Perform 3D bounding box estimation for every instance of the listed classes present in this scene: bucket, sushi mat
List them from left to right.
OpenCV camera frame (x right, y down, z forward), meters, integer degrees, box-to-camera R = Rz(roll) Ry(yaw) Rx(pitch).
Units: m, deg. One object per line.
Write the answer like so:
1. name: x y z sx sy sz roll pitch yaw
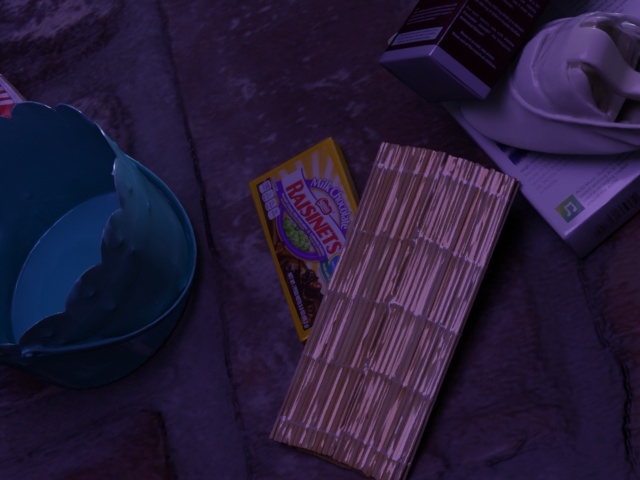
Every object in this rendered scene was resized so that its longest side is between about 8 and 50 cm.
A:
1. bucket: -0.276 0.014 1.651 0.281 0.183 0.281 -12 61 23
2. sushi mat: 0.069 0.066 1.500 0.151 0.019 0.316 19 87 33

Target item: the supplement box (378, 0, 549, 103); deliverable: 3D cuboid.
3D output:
1. supplement box: 0.165 -0.244 1.476 0.239 0.073 0.130 -57 18 -7

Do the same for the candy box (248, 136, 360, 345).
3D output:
1. candy box: 0.000 0.000 1.603 0.105 0.027 0.206 -28 56 12

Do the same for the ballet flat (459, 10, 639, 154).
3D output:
1. ballet flat: 0.290 -0.143 1.385 0.400 0.139 0.139 11 72 32

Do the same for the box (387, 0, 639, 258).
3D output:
1. box: 0.241 -0.166 1.538 0.232 0.058 0.322 -40 55 5

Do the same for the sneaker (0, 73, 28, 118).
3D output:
1. sneaker: -0.380 -0.152 1.879 0.067 0.042 0.118 -44 55 -2
